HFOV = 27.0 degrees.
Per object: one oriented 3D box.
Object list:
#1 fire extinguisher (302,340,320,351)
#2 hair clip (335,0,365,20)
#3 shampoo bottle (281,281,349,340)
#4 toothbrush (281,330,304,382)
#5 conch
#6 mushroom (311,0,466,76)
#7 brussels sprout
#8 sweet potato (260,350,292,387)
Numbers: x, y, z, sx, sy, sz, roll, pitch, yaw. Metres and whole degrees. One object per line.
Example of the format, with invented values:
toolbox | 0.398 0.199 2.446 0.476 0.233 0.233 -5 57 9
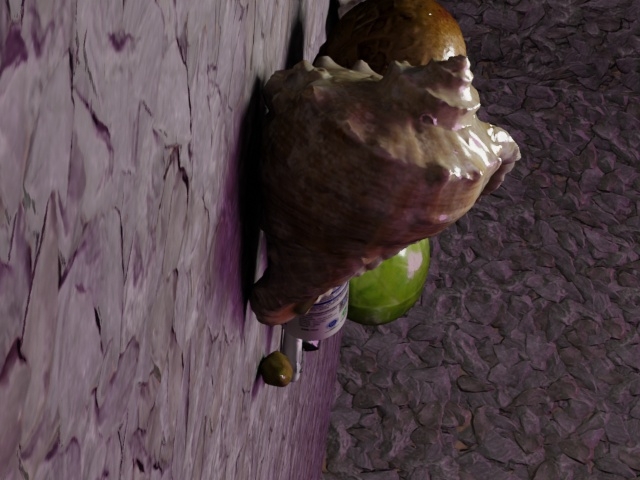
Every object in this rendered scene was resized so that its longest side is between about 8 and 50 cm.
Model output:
fire extinguisher | -0.012 0.065 1.870 0.050 0.062 0.177 150 -46 -63
hair clip | 0.065 -0.325 2.033 0.331 0.085 0.101 31 46 -82
shampoo bottle | -0.011 0.008 1.524 0.303 0.092 0.092 89 9 -59
toothbrush | -0.019 0.007 1.743 0.040 0.042 0.417 -22 128 -39
conch | 0.042 -0.070 1.293 0.297 0.352 0.210 -7 72 -46
mushroom | 0.065 -0.169 1.509 0.253 0.153 0.253 -45 -149 38
brussels sprout | 0.092 0.026 2.320 0.244 0.244 0.244 7 90 -86
sweet potato | -0.053 0.152 1.574 0.041 0.038 0.153 -60 -178 -7
